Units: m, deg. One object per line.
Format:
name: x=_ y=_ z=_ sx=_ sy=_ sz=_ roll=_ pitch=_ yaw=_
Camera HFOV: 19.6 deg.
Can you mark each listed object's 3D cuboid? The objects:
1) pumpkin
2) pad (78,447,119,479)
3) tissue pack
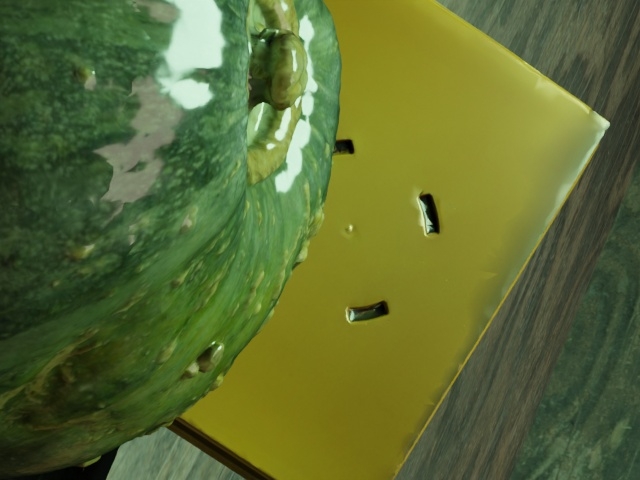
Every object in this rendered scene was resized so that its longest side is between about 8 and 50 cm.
pumpkin: x=-0.130 y=-0.044 z=0.775 sx=0.327 sy=0.257 sz=0.291 roll=68 pitch=29 yaw=-56
pad: x=-0.125 y=0.025 z=1.276 sx=0.315 sy=0.063 sz=0.375 roll=104 pitch=9 yaw=-82
tissue pack: x=0.000 y=0.000 z=1.067 sx=0.274 sy=0.194 sz=0.145 roll=-57 pitch=-172 yaw=-12
